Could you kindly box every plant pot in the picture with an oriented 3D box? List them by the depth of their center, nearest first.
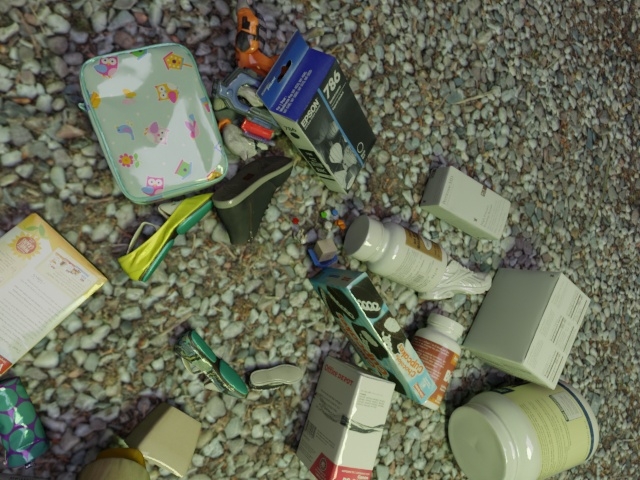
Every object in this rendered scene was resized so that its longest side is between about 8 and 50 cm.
[{"bbox_3d":[-0.295,0.376,0.856,0.109,0.109,0.096,41,62,-20],"label":"plant pot"}]

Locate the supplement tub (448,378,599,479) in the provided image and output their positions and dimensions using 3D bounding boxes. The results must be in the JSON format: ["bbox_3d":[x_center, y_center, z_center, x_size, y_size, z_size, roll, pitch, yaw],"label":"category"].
[{"bbox_3d":[0.530,0.505,1.171,0.324,0.235,0.236,-4,92,-25],"label":"supplement tub"}]

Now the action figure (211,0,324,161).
[{"bbox_3d":[-0.108,-0.320,0.947,0.341,0.178,0.330,23,86,-52],"label":"action figure"}]

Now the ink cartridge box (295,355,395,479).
[{"bbox_3d":[0.052,0.397,0.978,0.100,0.172,0.237,21,81,-24],"label":"ink cartridge box"}]

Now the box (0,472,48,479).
[{"bbox_3d":[-0.524,0.429,0.697,0.145,0.186,0.038,22,81,-24],"label":"box"}]

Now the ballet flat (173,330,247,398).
[{"bbox_3d":[-0.229,0.266,0.914,0.070,0.070,0.188,-42,105,-20],"label":"ballet flat"}]

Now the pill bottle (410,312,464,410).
[{"bbox_3d":[0.277,0.299,1.113,0.121,0.121,0.216,31,78,-22],"label":"pill bottle"}]

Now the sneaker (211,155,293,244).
[{"bbox_3d":[-0.136,-0.093,0.954,0.222,0.083,0.118,-42,139,-36],"label":"sneaker"}]

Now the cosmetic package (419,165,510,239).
[{"bbox_3d":[0.390,-0.096,1.190,0.231,0.085,0.117,23,80,-25],"label":"cosmetic package"}]

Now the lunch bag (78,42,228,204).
[{"bbox_3d":[-0.313,-0.218,0.837,0.224,0.108,0.279,-19,96,-13],"label":"lunch bag"}]

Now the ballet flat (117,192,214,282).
[{"bbox_3d":[-0.303,-0.025,0.870,0.077,0.077,0.231,39,76,-3],"label":"ballet flat"}]

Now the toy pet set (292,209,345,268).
[{"bbox_3d":[0.000,0.000,1.030,0.122,0.065,0.114,-12,60,-28],"label":"toy pet set"}]

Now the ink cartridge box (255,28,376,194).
[{"bbox_3d":[0.010,-0.252,0.931,0.165,0.065,0.332,-62,144,-12],"label":"ink cartridge box"}]

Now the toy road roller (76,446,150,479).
[{"bbox_3d":[-0.405,0.521,0.716,0.240,0.202,0.330,1,116,-10],"label":"toy road roller"}]

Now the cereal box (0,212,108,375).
[{"bbox_3d":[-0.529,0.093,0.772,0.240,0.047,0.173,-46,108,-18],"label":"cereal box"}]

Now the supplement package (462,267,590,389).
[{"bbox_3d":[0.551,0.224,1.198,0.145,0.204,0.262,37,75,-22],"label":"supplement package"}]

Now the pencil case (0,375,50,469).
[{"bbox_3d":[-0.528,0.313,0.763,0.070,0.064,0.152,-25,101,-43],"label":"pencil case"}]

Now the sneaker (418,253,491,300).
[{"bbox_3d":[0.360,0.090,1.174,0.232,0.090,0.115,-5,89,-26],"label":"sneaker"}]

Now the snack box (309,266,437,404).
[{"bbox_3d":[0.114,0.207,1.000,0.060,0.187,0.322,-38,105,-20],"label":"snack box"}]

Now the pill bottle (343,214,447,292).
[{"bbox_3d":[0.177,0.028,1.062,0.229,0.131,0.131,24,80,-23],"label":"pill bottle"}]

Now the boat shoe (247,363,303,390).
[{"bbox_3d":[-0.100,0.307,0.981,0.125,0.038,0.046,-2,49,-31],"label":"boat shoe"}]
